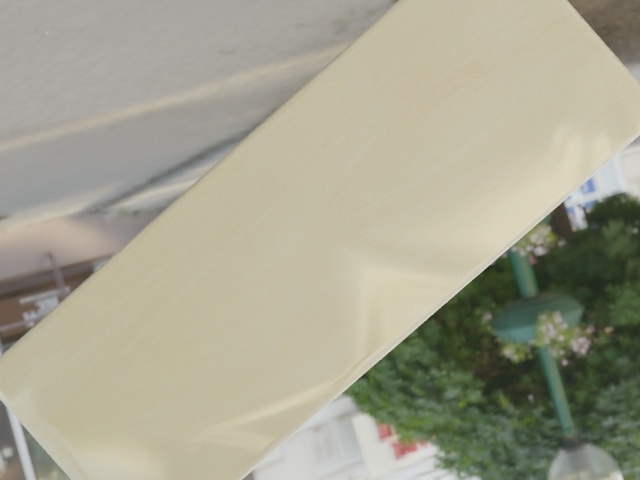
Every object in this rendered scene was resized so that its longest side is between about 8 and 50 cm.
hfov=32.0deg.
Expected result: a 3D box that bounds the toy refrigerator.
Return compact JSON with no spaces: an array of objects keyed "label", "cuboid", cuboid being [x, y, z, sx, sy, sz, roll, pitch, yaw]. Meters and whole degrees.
[{"label":"toy refrigerator","cuboid":[0.000,0.000,0.477,0.269,0.102,0.094,-42,-179,4]}]
